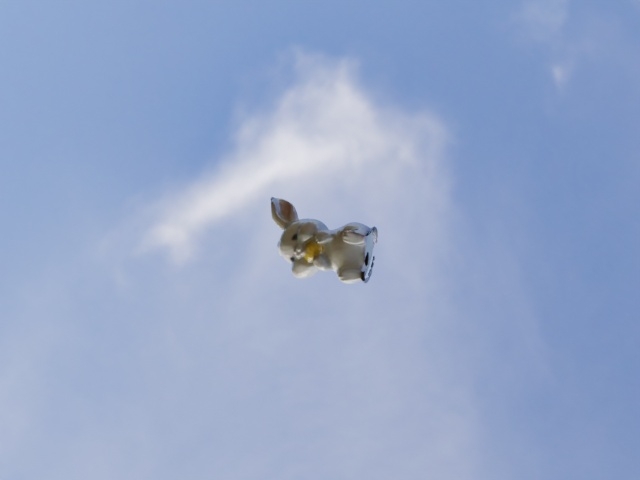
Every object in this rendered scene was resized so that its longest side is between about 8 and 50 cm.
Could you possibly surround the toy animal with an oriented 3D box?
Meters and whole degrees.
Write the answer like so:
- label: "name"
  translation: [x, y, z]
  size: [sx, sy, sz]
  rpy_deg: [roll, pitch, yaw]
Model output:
- label: "toy animal"
  translation: [-0.002, 0.003, 1.518]
  size: [0.124, 0.071, 0.085]
  rpy_deg: [6, -151, 14]
